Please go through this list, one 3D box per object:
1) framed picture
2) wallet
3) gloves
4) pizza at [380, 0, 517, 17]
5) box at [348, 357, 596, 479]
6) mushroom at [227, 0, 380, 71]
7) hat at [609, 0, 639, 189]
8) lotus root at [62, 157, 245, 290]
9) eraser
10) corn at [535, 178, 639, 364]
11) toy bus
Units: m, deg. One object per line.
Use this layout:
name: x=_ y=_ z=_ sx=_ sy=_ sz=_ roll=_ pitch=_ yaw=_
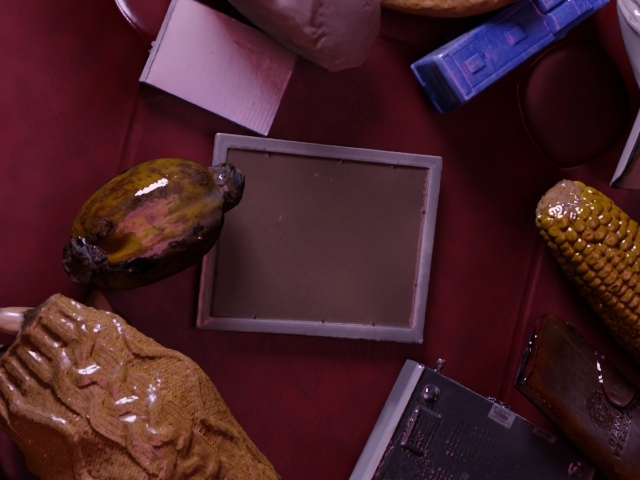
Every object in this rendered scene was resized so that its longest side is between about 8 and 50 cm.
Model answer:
framed picture: x=0.000 y=0.000 z=1.870 sx=0.274 sy=0.017 sz=0.217 roll=7 pitch=94 yaw=-22
wallet: x=0.323 y=0.198 z=1.984 sx=0.255 sy=0.031 sz=0.137 roll=45 pitch=50 yaw=-20
gloves: x=-0.186 y=0.179 z=1.727 sx=0.356 sy=0.155 sz=0.203 roll=38 pitch=52 yaw=-14
pizza: x=0.150 y=-0.315 z=1.862 sx=0.182 sy=0.062 sz=0.161 roll=9 pitch=75 yaw=9
box: x=0.174 y=0.269 z=1.945 sx=0.270 sy=0.045 sz=0.211 roll=30 pitch=83 yaw=-21
mushroom: x=-0.067 y=-0.309 z=1.776 sx=0.128 sy=0.128 sz=0.350 roll=-46 pitch=103 yaw=-13
hat: x=0.404 y=-0.198 z=1.975 sx=0.258 sy=0.168 sz=0.301 roll=5 pitch=116 yaw=-42
lotus root: x=-0.169 y=-0.021 z=1.756 sx=0.209 sy=0.120 sz=0.120 roll=-28 pitch=103 yaw=-19
eraser: x=-0.105 y=-0.186 z=1.818 sx=0.150 sy=0.023 sz=0.104 roll=23 pitch=85 yaw=-22
corn: x=0.366 y=0.061 z=1.971 sx=0.322 sy=0.119 sz=0.119 roll=45 pitch=77 yaw=-17
toy bus: x=0.216 y=-0.229 z=1.905 sx=0.236 sy=0.094 sz=0.079 roll=-36 pitch=105 yaw=-16
